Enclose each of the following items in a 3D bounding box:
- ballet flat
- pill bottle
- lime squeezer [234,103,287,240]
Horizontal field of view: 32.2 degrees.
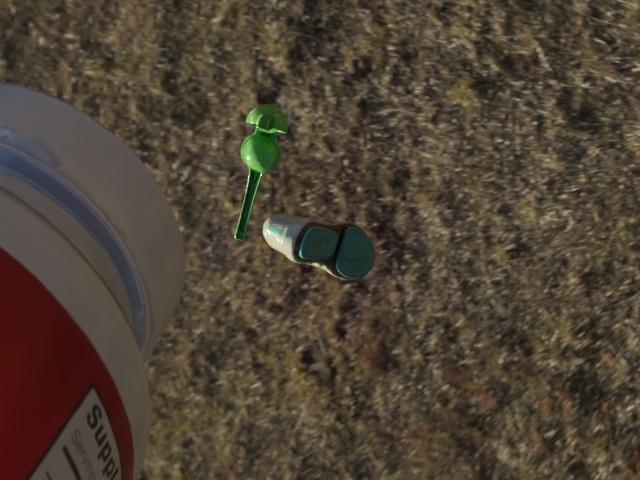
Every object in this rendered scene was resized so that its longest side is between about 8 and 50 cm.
[{"bbox_3d":[0.000,0.000,1.074,0.052,0.168,0.057,21,89,28],"label":"ballet flat"},{"bbox_3d":[-0.209,0.106,0.435,0.229,0.408,0.229,10,127,14],"label":"pill bottle"},{"bbox_3d":[-0.077,-0.114,1.504,0.058,0.310,0.110,1,63,-10],"label":"lime squeezer"}]
